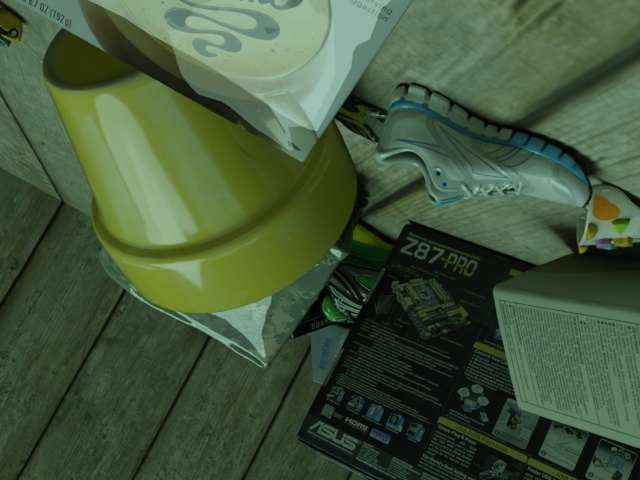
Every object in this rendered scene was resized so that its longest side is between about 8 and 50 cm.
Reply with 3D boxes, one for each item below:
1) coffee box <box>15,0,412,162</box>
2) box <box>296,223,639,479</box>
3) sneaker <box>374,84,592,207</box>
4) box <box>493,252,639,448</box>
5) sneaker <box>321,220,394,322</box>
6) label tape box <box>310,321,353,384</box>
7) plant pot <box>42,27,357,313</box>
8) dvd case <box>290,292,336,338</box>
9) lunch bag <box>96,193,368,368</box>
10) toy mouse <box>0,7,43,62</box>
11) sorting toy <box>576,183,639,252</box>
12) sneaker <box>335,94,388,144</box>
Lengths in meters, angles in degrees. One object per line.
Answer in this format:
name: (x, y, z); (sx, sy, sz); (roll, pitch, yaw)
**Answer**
coffee box: (-0.088, -0.192, 0.433); (0.297, 0.119, 0.168); (29, 141, -9)
box: (0.210, 0.184, 1.041); (0.395, 0.318, 0.097); (20, 167, 29)
sneaker: (0.134, -0.058, 0.747); (0.191, 0.083, 0.071); (24, 167, 14)
box: (0.313, 0.103, 0.795); (0.311, 0.121, 0.148); (9, 115, 61)
sneaker: (0.082, 0.074, 1.292); (0.344, 0.146, 0.134); (27, 169, 2)
label tape box: (0.123, 0.198, 1.374); (0.241, 0.105, 0.334); (14, 177, -35)
plant pot: (-0.121, -0.101, 0.805); (0.254, 0.254, 0.239); (19, 149, 38)
dvd case: (-0.038, 0.069, 1.406); (0.239, 0.179, 0.029); (32, 130, 47)
lunch bag: (-0.125, -0.012, 1.126); (0.287, 0.169, 0.235); (30, 124, -6)
toy mouse: (-0.457, -0.304, 1.163); (0.143, 0.031, 0.161); (19, 165, 37)
sorting toy: (0.268, -0.012, 0.766); (0.075, 0.044, 0.083); (6, 164, 10)
sneaker: (0.047, -0.114, 0.846); (0.083, 0.031, 0.035); (36, 175, 4)
